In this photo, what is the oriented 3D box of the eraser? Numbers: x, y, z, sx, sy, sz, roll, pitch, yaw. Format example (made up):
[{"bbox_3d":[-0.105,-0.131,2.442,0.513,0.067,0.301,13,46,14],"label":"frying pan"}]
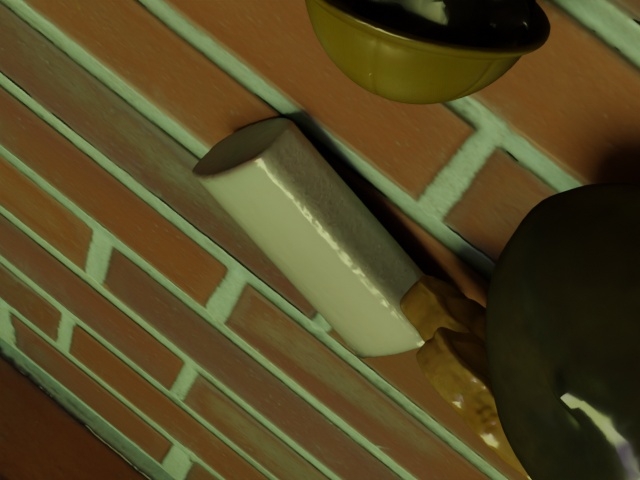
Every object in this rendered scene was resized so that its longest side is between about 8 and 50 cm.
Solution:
[{"bbox_3d":[0.000,0.000,1.646,0.270,0.095,0.174,47,156,-18],"label":"eraser"}]

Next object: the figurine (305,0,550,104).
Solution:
[{"bbox_3d":[0.069,-0.205,1.090,0.192,0.167,0.257,43,158,29],"label":"figurine"}]

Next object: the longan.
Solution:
[{"bbox_3d":[0.272,0.115,1.241,0.350,0.288,0.288,51,157,2],"label":"longan"}]

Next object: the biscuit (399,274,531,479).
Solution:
[{"bbox_3d":[0.214,0.165,1.486,0.351,0.057,0.312,42,-168,2],"label":"biscuit"}]
